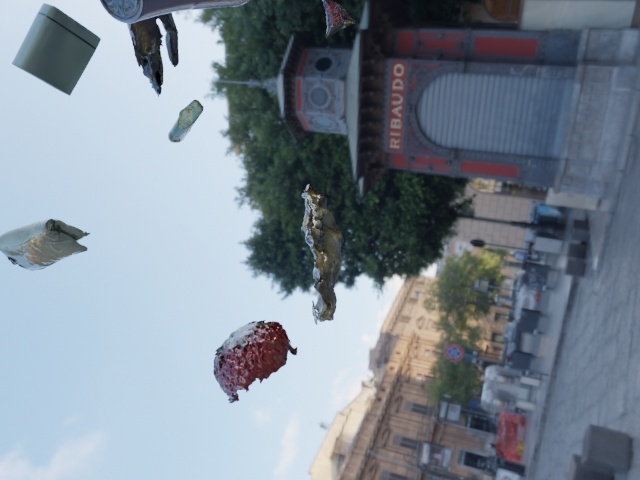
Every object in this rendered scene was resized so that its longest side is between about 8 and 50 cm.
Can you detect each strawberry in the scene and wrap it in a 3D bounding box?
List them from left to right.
[{"bbox_3d":[-0.114,0.187,0.918,0.086,0.145,0.145,58,-147,-15],"label":"strawberry"}]

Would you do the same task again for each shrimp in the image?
[{"bbox_3d":[-0.405,-0.518,1.412,0.233,0.071,0.365,23,-127,-72],"label":"shrimp"}]

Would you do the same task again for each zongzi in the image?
[{"bbox_3d":[0.048,-0.507,1.291,0.067,0.073,0.083,9,-100,-64],"label":"zongzi"}]

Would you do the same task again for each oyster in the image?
[{"bbox_3d":[0.001,0.002,1.006,0.345,0.078,0.129,-96,-6,-51],"label":"oyster"}]

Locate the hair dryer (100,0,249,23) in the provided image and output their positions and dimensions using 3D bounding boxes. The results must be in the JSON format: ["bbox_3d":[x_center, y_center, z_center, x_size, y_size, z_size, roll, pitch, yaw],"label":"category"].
[{"bbox_3d":[-0.223,-0.423,0.660,0.361,0.121,0.301,49,-138,-10],"label":"hair dryer"}]

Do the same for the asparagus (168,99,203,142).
[{"bbox_3d":[-0.322,-0.281,1.346,0.178,0.045,0.041,-27,65,58],"label":"asparagus"}]

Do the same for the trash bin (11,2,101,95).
[{"bbox_3d":[-0.503,-0.363,1.081,0.116,0.059,0.130,28,-91,-53],"label":"trash bin"}]

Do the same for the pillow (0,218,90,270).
[{"bbox_3d":[-0.660,0.007,1.343,0.134,0.181,0.078,49,-153,-59],"label":"pillow"}]
